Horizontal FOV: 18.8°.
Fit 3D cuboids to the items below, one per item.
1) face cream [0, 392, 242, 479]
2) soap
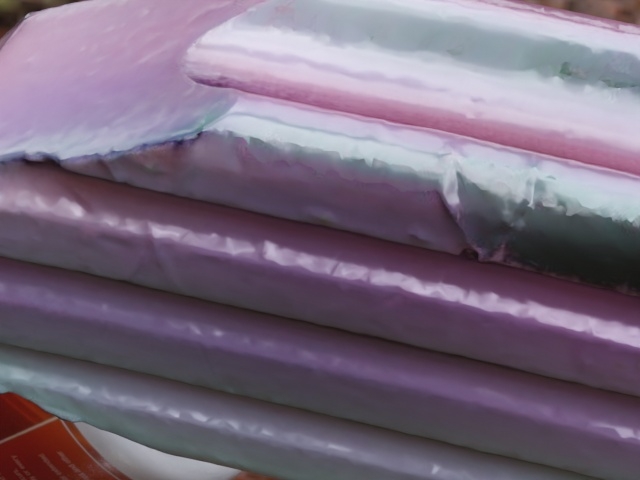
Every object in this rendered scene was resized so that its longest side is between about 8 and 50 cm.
[{"bbox_3d":[-0.153,0.083,1.213,0.187,0.201,0.201,-25,1,33],"label":"face cream"},{"bbox_3d":[0.000,0.000,0.697,0.324,0.193,0.109,11,49,8],"label":"soap"}]
